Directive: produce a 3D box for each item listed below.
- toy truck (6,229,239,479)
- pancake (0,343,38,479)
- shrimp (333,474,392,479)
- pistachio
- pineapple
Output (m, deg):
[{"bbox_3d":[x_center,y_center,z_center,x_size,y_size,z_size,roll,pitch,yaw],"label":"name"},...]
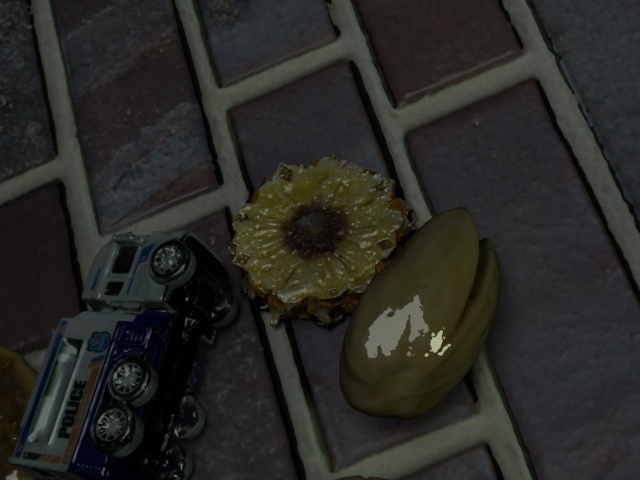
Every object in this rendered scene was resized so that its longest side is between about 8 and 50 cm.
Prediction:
[{"bbox_3d":[-0.197,0.123,1.435,0.155,0.124,0.268,2,63,28],"label":"toy truck"},{"bbox_3d":[-0.446,0.249,1.492,0.356,0.065,0.356,-8,62,16],"label":"pancake"},{"bbox_3d":[0.065,0.288,1.286,0.223,0.047,0.126,32,66,34],"label":"shrimp"},{"bbox_3d":[0.096,0.070,1.357,0.135,0.136,0.226,18,63,29],"label":"pistachio"},{"bbox_3d":[0.000,0.000,1.478,0.221,0.047,0.221,-9,59,15],"label":"pineapple"}]
